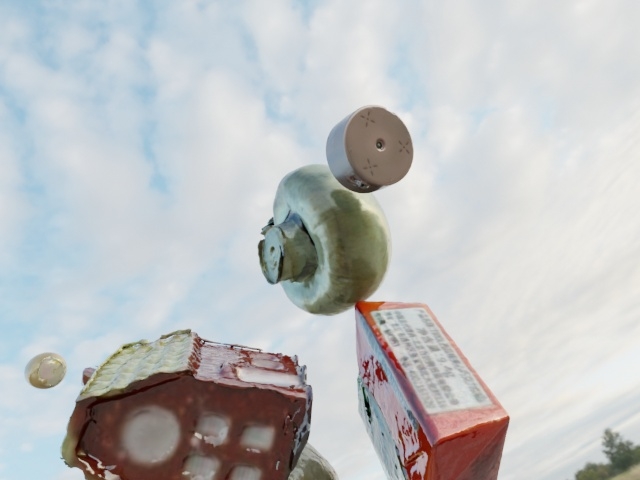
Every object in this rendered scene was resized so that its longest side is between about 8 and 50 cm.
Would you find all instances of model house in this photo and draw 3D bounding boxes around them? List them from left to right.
[{"bbox_3d":[-0.154,0.195,0.553,0.253,0.196,0.160,13,-90,-9],"label":"model house"}]

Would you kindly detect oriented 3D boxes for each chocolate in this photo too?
[{"bbox_3d":[0.190,0.337,0.934,0.161,0.360,0.342,-11,-58,-12],"label":"chocolate"}]

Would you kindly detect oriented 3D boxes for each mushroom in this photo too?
[{"bbox_3d":[0.000,0.000,1.091,0.260,0.352,0.352,-10,-40,-28],"label":"mushroom"}]

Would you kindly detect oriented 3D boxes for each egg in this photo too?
[{"bbox_3d":[-0.602,0.285,1.075,0.080,0.080,0.096,11,-18,-40],"label":"egg"}]

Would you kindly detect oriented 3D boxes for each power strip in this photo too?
[{"bbox_3d":[0.089,-0.162,0.900,0.154,0.154,0.078,-5,-3,-27],"label":"power strip"}]

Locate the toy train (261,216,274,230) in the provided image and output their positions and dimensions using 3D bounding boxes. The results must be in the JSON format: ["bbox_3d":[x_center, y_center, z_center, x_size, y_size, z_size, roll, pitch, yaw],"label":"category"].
[{"bbox_3d":[-0.065,0.035,1.445,0.115,0.270,0.154,-33,-4,-8],"label":"toy train"}]

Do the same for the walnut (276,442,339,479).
[{"bbox_3d":[-0.073,0.543,1.021,0.248,0.248,0.248,-17,-38,-13],"label":"walnut"}]
